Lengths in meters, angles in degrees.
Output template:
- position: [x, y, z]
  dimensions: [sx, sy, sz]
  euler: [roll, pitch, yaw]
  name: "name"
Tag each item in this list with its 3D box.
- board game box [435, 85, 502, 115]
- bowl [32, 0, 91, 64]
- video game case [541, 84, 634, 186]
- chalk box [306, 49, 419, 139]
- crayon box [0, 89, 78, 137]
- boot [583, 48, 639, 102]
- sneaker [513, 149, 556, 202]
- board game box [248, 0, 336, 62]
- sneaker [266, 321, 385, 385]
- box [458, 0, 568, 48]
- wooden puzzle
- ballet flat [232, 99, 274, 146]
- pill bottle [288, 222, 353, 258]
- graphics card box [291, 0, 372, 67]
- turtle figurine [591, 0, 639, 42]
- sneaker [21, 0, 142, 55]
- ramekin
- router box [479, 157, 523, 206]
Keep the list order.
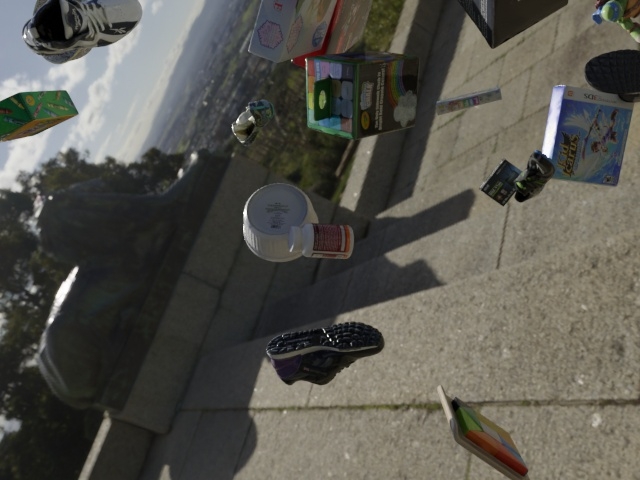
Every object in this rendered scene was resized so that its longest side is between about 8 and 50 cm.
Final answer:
- position: [0.364, -0.345, 1.436]
  dimensions: [0.154, 0.026, 0.103]
  euler: [-11, 15, 17]
  name: "board game box"
- position: [-0.533, -0.461, 1.258]
  dimensions: [0.170, 0.170, 0.080]
  euler: [-56, -20, 21]
  name: "bowl"
- position: [0.787, -0.305, 1.724]
  dimensions: [0.061, 0.244, 0.270]
  euler: [-141, 57, -74]
  name: "video game case"
- position: [0.079, -0.359, 1.428]
  dimensions: [0.179, 0.289, 0.180]
  euler: [25, 123, 44]
  name: "chalk box"
- position: [-0.817, -0.347, 1.620]
  dimensions: [0.165, 0.081, 0.278]
  euler: [-23, 14, 8]
  name: "crayon box"
- position: [0.860, -0.427, 1.585]
  dimensions: [0.223, 0.338, 0.118]
  euler: [43, -133, -85]
  name: "boot"
- position: [0.521, -0.151, 1.431]
  dimensions: [0.078, 0.067, 0.188]
  euler: [-38, -24, -15]
  name: "sneaker"
- position: [-0.014, -0.516, 1.110]
  dimensions: [0.319, 0.066, 0.318]
  euler: [-57, -11, -63]
  name: "board game box"
- position: [0.022, 0.276, 1.379]
  dimensions: [0.283, 0.124, 0.107]
  euler: [-9, 23, 19]
  name: "sneaker"
- position: [0.315, -0.602, 1.079]
  dimensions: [0.179, 0.343, 0.313]
  euler: [-30, 70, 6]
  name: "box"
- position: [0.364, 0.430, 1.273]
  dimensions: [0.044, 0.238, 0.221]
  euler: [-50, 5, 9]
  name: "wooden puzzle"
- position: [-0.170, -0.269, 1.341]
  dimensions: [0.188, 0.070, 0.070]
  euler: [-36, 33, 59]
  name: "ballet flat"
- position: [0.000, 0.000, 1.452]
  dimensions: [0.086, 0.152, 0.086]
  euler: [-176, 90, -74]
  name: "pill bottle"
- position: [0.051, -0.625, 1.577]
  dimensions: [0.371, 0.094, 0.233]
  euler: [-57, -13, -52]
  name: "graphics card box"
- position: [0.878, -0.614, 1.490]
  dimensions: [0.266, 0.198, 0.274]
  euler: [-32, 11, -24]
  name: "turtle figurine"
- position: [-0.448, -0.419, 1.110]
  dimensions: [0.153, 0.235, 0.094]
  euler: [29, 134, 63]
  name: "sneaker"
- position: [-0.109, -0.057, 1.564]
  dimensions: [0.109, 0.207, 0.207]
  euler: [86, -163, -61]
  name: "ramekin"
- position: [0.569, -0.181, 1.816]
  dimensions: [0.122, 0.092, 0.038]
  euler: [-55, 4, 15]
  name: "router box"
